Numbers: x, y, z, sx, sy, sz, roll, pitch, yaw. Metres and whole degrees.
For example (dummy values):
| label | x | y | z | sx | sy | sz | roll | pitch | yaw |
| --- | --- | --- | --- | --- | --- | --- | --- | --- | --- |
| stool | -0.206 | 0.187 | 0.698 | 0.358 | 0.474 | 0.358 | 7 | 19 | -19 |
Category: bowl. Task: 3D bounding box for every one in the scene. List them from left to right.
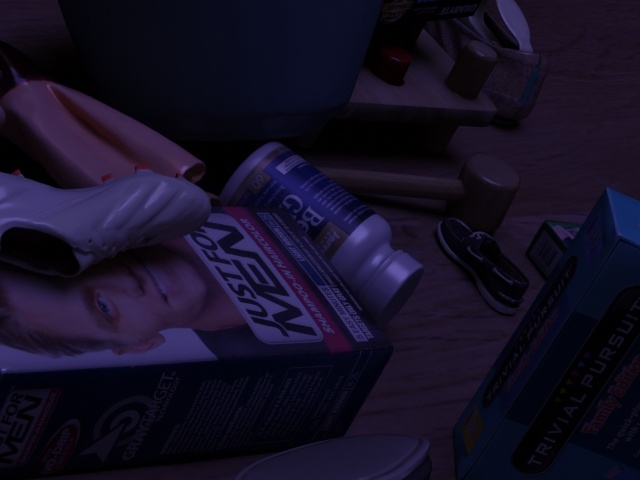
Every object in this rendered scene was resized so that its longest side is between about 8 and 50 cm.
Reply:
| label | x | y | z | sx | sy | sz | roll | pitch | yaw |
| --- | --- | --- | --- | --- | --- | --- | --- | --- | --- |
| bowl | -0.086 | -0.177 | 1.652 | 0.311 | 0.163 | 0.311 | 0 | 9 | 0 |

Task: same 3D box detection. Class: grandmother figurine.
| label | x | y | z | sx | sy | sz | roll | pitch | yaw |
| --- | --- | --- | --- | --- | --- | --- | --- | --- | --- |
| grandmother figurine | -0.235 | -0.111 | 1.543 | 0.342 | 0.104 | 0.208 | 39 | -1 | 16 |

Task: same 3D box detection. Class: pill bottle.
| label | x | y | z | sx | sy | sz | roll | pitch | yaw |
| --- | --- | --- | --- | --- | --- | --- | --- | --- | --- |
| pill bottle | 0.000 | 0.000 | 1.588 | 0.169 | 0.094 | 0.094 | 36 | 30 | 13 |

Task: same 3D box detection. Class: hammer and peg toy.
| label | x | y | z | sx | sy | sz | roll | pitch | yaw |
| --- | --- | --- | --- | --- | --- | --- | --- | --- | --- |
| hammer and peg toy | 0.046 | -0.169 | 1.862 | 0.266 | 0.127 | 0.361 | 1 | 40 | -41 |

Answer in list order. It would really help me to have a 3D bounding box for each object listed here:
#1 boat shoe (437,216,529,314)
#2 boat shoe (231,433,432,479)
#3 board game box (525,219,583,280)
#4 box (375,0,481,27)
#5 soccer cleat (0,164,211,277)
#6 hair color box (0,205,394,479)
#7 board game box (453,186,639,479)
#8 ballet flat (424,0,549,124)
| label | x | y | z | sx | sy | sz | roll | pitch | yaw |
| --- | --- | --- | --- | --- | --- | --- | --- | --- | --- |
| boat shoe | 0.152 | 0.015 | 1.758 | 0.046 | 0.038 | 0.125 | 6 | 37 | -36 |
| boat shoe | -0.023 | 0.212 | 1.258 | 0.112 | 0.096 | 0.335 | 2 | 12 | 28 |
| board game box | 0.359 | 0.104 | 1.795 | 0.213 | 0.046 | 0.317 | 6 | 36 | -37 |
| box | 0.039 | -0.298 | 1.875 | 0.220 | 0.051 | 0.175 | 43 | 33 | 25 |
| soccer cleat | -0.157 | -0.007 | 1.282 | 0.196 | 0.068 | 0.076 | 1 | 51 | -37 |
| hair color box | -0.133 | 0.065 | 1.357 | 0.347 | 0.105 | 0.174 | -1 | 41 | -42 |
| board game box | 0.312 | 0.135 | 1.486 | 0.336 | 0.254 | 0.079 | 23 | 29 | -12 |
| ballet flat | 0.164 | -0.259 | 2.133 | 0.107 | 0.106 | 0.316 | 2 | 39 | -40 |
